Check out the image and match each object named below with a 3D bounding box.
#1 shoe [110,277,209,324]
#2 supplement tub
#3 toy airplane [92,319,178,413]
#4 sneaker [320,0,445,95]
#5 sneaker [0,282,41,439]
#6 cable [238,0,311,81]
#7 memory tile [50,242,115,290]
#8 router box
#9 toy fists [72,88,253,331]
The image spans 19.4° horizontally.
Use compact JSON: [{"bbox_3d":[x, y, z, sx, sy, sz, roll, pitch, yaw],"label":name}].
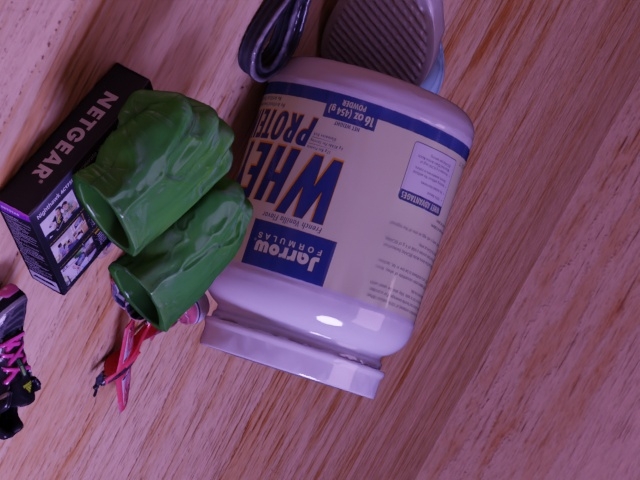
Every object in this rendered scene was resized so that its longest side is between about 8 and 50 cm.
[{"bbox_3d":[-0.175,0.059,2.012,0.081,0.063,0.178,-51,156,-20],"label":"shoe"},{"bbox_3d":[0.013,-0.012,2.019,0.235,0.235,0.325,32,75,-73],"label":"supplement tub"},{"bbox_3d":[-0.205,0.117,2.071,0.151,0.028,0.151,-51,159,-27],"label":"toy airplane"},{"bbox_3d":[0.084,-0.226,2.172,0.150,0.135,0.366,-58,173,-31],"label":"sneaker"},{"bbox_3d":[-0.293,0.119,1.755,0.063,0.075,0.170,-33,148,-55],"label":"sneaker"},{"bbox_3d":[0.011,-0.291,1.927,0.287,0.072,0.139,-57,157,-6],"label":"cable"},{"bbox_3d":[-0.217,-0.019,1.845,0.148,0.012,0.113,-41,155,-46],"label":"memory tile"},{"bbox_3d":[-0.211,-0.056,1.723,0.179,0.046,0.133,-52,154,-24],"label":"router box"},{"bbox_3d":[-0.139,-0.036,1.719,0.142,0.096,0.279,-44,153,-18],"label":"toy fists"}]
